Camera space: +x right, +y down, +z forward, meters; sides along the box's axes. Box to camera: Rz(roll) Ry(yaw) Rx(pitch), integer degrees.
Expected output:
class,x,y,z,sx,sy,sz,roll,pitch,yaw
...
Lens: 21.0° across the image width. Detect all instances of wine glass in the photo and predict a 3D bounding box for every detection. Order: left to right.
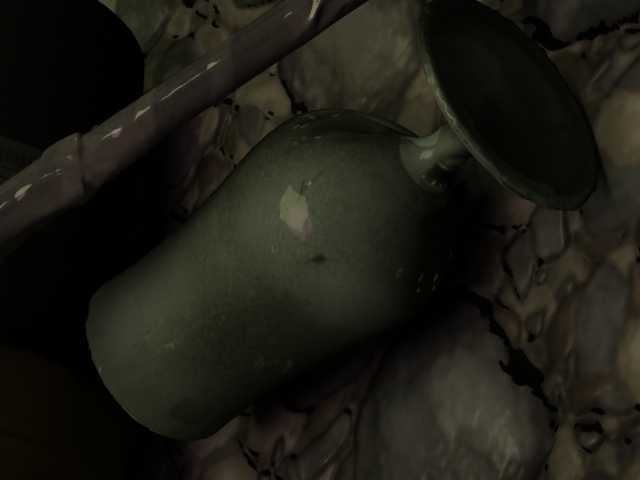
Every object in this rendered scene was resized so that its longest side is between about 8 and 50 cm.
class,x,y,z,sx,sy,sz,roll,pitch,yaw
wine glass,0.000,0.000,0.746,0.231,0.103,0.103,-36,51,33

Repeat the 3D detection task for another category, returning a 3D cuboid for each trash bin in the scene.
class,x,y,z,sx,sy,sz,roll,pitch,yaw
trash bin,-0.196,0.042,0.875,0.214,0.214,0.333,-24,54,42

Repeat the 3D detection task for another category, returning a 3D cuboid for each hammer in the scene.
class,x,y,z,sx,sy,sz,roll,pitch,yaw
hammer,-0.081,-0.043,0.727,0.427,0.044,0.152,-34,8,5
